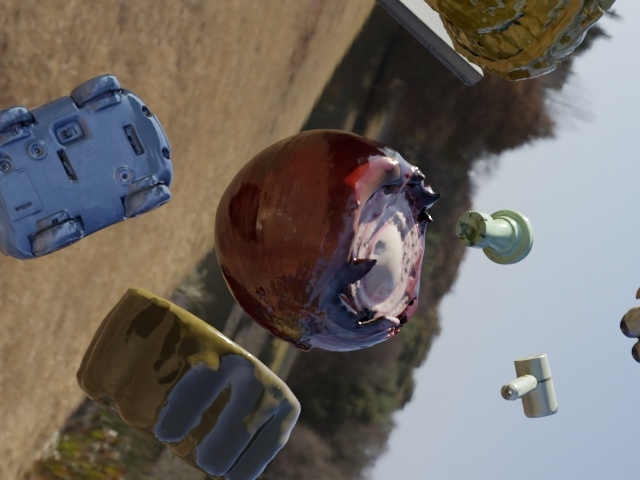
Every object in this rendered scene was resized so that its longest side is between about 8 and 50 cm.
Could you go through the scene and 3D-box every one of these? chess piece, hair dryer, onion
[{"bbox_3d":[0.199,-0.008,1.294,0.103,0.067,0.067,10,103,-54],"label":"chess piece"},{"bbox_3d":[0.273,0.201,1.485,0.137,0.047,0.082,-4,82,-61],"label":"hair dryer"},{"bbox_3d":[-0.001,0.008,1.621,0.341,0.341,0.341,22,90,-88],"label":"onion"}]

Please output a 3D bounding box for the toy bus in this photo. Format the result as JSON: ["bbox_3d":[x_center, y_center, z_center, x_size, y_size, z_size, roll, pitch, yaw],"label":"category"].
[{"bbox_3d":[-0.363,-0.089,1.575,0.294,0.197,0.232,-27,-178,-26],"label":"toy bus"}]

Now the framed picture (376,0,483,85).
[{"bbox_3d":[0.094,-0.467,1.615,0.028,0.326,0.446,-30,-129,26],"label":"framed picture"}]

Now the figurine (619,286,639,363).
[{"bbox_3d":[0.485,0.099,1.441,0.274,0.133,0.194,93,-20,-49],"label":"figurine"}]

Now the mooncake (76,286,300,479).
[{"bbox_3d":[-0.231,0.260,1.881,0.201,0.378,0.378,-54,174,-16],"label":"mooncake"}]

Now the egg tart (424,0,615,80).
[{"bbox_3d":[0.203,-0.378,1.270,0.388,0.169,0.388,7,-82,62],"label":"egg tart"}]
